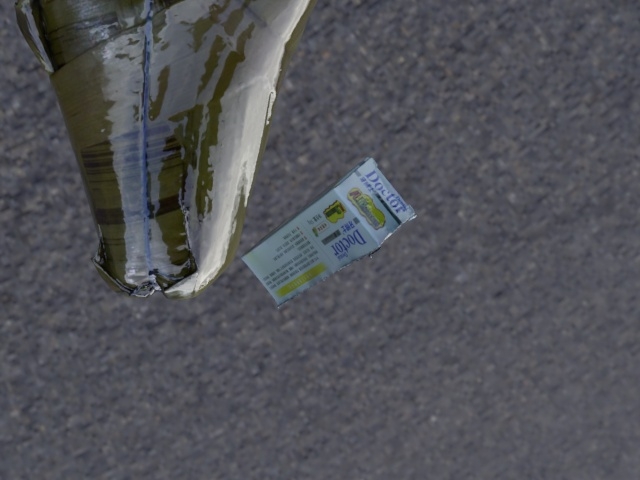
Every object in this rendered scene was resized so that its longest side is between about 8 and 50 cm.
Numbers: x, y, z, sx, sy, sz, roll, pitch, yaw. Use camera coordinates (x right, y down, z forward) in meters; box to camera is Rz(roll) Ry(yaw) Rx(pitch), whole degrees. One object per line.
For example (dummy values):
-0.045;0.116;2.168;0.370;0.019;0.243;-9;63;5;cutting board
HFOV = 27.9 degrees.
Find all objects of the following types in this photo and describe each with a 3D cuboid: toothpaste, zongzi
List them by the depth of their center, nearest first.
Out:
0.000;0.000;0.792;0.034;0.046;0.164;-41;-177;-27;toothpaste
-0.045;-0.100;0.887;0.289;0.260;0.123;-11;-170;22;zongzi
